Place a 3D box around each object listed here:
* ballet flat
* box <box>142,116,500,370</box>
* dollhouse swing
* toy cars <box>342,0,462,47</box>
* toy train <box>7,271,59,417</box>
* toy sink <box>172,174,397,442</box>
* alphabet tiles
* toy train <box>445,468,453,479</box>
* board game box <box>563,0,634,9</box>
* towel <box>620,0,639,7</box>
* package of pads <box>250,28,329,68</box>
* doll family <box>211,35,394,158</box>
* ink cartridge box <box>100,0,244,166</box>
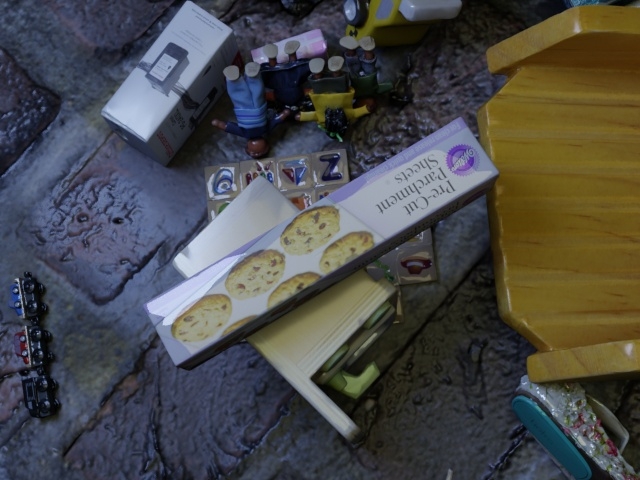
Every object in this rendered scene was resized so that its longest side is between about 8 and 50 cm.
[{"bbox_3d":[0.282,0.222,0.943,0.077,0.091,0.241,-30,80,-25],"label":"ballet flat"},{"bbox_3d":[0.002,0.005,0.855,0.324,0.063,0.067,-30,79,-3],"label":"box"},{"bbox_3d":[0.354,-0.063,0.864,0.315,0.305,0.346,0,78,-16],"label":"dollhouse swing"},{"bbox_3d":[0.179,-0.318,0.968,0.394,0.176,0.087,-37,59,15],"label":"toy cars"},{"bbox_3d":[-0.308,0.111,1.041,0.036,0.027,0.158,-14,77,13],"label":"toy train"},{"bbox_3d":[-0.007,0.069,0.952,0.234,0.153,0.131,44,84,13],"label":"toy sink"},{"bbox_3d":[0.000,0.000,1.048,0.237,0.009,0.198,-7,77,3],"label":"alphabet tiles"},{"bbox_3d":[0.110,0.343,0.904,0.105,0.143,0.247,5,73,-3],"label":"toy train"},{"bbox_3d":[0.294,-0.338,1.056,0.126,0.026,0.186,-24,77,4],"label":"board game box"},{"bbox_3d":[0.319,-0.366,1.089,0.285,0.034,0.209,30,84,12],"label":"towel"},{"bbox_3d":[-0.033,-0.201,1.072,0.083,0.050,0.032,-18,77,0],"label":"package of pads"},{"bbox_3d":[-0.019,-0.148,1.040,0.193,0.111,0.076,0,49,7],"label":"doll family"},{"bbox_3d":[-0.155,-0.163,1.043,0.063,0.109,0.150,35,83,7],"label":"ink cartridge box"}]
